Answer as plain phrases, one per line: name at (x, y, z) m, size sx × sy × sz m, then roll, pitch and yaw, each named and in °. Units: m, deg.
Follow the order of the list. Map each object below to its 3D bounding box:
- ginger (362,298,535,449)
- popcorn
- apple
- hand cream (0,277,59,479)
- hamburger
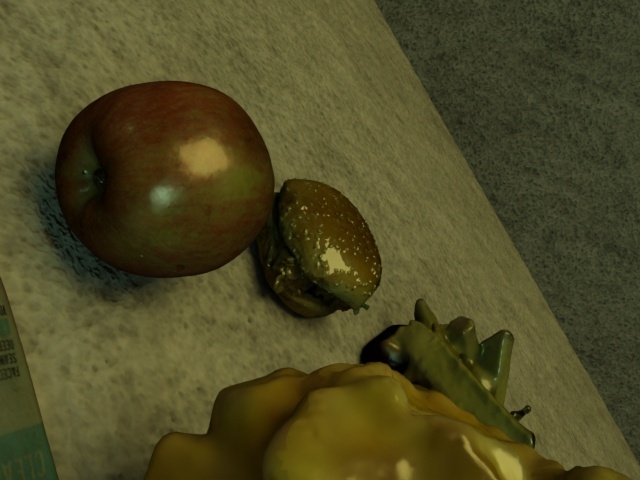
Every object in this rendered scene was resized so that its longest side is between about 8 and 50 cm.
ginger at (0.243, 0.260, 0.892) m, size 0.359 × 0.211 × 0.413 m, roll 63°, pitch 26°, yaw 0°
popcorn at (0.035, 0.273, 0.368) m, size 0.354 × 0.343 × 0.391 m, roll -109°, pitch -167°, yaw -68°
apple at (-0.144, -0.057, 0.547) m, size 0.173 × 0.188 × 0.188 m, roll -9°, pitch 72°, yaw -54°
hand cream at (-0.222, 0.131, 0.371) m, size 0.111 × 0.070 × 0.313 m, roll -4°, pitch 71°, yaw -61°
hamburger at (0.000, 0.000, 0.814) m, size 0.189 × 0.122 × 0.215 m, roll 33°, pitch 35°, yaw -39°
